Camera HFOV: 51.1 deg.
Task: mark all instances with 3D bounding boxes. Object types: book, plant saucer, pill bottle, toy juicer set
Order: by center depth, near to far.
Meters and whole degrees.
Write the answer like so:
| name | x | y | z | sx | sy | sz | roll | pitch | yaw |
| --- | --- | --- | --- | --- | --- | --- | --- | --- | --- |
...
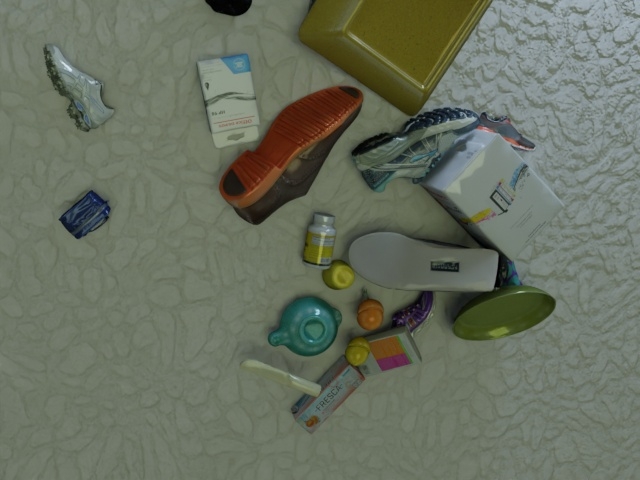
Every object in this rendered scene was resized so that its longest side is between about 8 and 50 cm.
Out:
| name | x | y | z | sx | sy | sz | roll | pitch | yaw |
| --- | --- | --- | --- | --- | --- | --- | --- | --- | --- |
| plant saucer | 0.178 | -0.455 | 1.334 | 0.332 | 0.081 | 0.333 | 27 | 102 | -29 |
| pill bottle | 0.000 | 0.000 | 1.461 | 0.065 | 0.065 | 0.116 | 8 | 101 | -14 |
| toy juicer set | 0.001 | 0.220 | 1.496 | 0.209 | 0.089 | 0.329 | 45 | 82 | -11 |
| book | 0.149 | 0.258 | 1.542 | 0.144 | 0.035 | 0.096 | -19 | 110 | 23 |
| plant saucer | 0.418 | 0.164 | 1.544 | 0.241 | 0.037 | 0.241 | -8 | 148 | -5 |

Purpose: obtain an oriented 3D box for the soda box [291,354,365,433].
| name | x | y | z | sx | sy | sz | roll | pitch | yaw |
| --- | --- | --- | --- | --- | --- | --- | --- | --- | --- |
| soda box | 0.017 | 0.356 | 1.552 | 0.183 | 0.063 | 0.058 | -46 | 108 | 1 |

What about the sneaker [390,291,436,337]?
| name | x | y | z | sx | sy | sz | roll | pitch | yaw |
| --- | --- | --- | --- | --- | --- | --- | --- | --- | --- |
| sneaker | 0.206 | 0.180 | 1.550 | 0.071 | 0.068 | 0.170 | 34 | 95 | -12 |

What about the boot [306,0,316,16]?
| name | x | y | z | sx | sy | sz | roll | pitch | yaw |
| --- | --- | --- | --- | --- | --- | --- | --- | --- | --- |
| boot | 0.077 | -0.521 | 1.347 | 0.189 | 0.076 | 0.208 | 8 | 96 | -1 |

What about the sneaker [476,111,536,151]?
| name | x | y | z | sx | sy | sz | roll | pitch | yaw |
| --- | --- | --- | --- | --- | --- | --- | --- | --- | --- |
| sneaker | 0.420 | -0.244 | 1.497 | 0.158 | 0.061 | 0.065 | 18 | 93 | -16 |

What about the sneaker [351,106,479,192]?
| name | x | y | z | sx | sy | sz | roll | pitch | yaw |
| --- | --- | --- | --- | --- | --- | --- | --- | --- | --- |
| sneaker | 0.213 | -0.196 | 1.450 | 0.283 | 0.110 | 0.122 | -22 | 115 | 3 |

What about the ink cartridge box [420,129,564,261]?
| name | x | y | z | sx | sy | sz | roll | pitch | yaw |
| --- | --- | --- | --- | --- | --- | --- | --- | --- | --- |
| ink cartridge box | 0.364 | -0.104 | 1.458 | 0.232 | 0.171 | 0.168 | 42 | 92 | -17 |

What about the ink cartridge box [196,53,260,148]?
| name | x | y | z | sx | sy | sz | roll | pitch | yaw |
| --- | --- | --- | --- | --- | --- | --- | --- | --- | --- |
| ink cartridge box | -0.182 | -0.279 | 1.356 | 0.104 | 0.060 | 0.180 | -13 | 106 | -9 |

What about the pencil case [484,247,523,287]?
| name | x | y | z | sx | sy | sz | roll | pitch | yaw |
| --- | --- | --- | --- | --- | --- | --- | --- | --- | --- |
| pencil case | 0.434 | 0.068 | 1.571 | 0.070 | 0.064 | 0.152 | -17 | 107 | 9 |

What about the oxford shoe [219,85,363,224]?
| name | x | y | z | sx | sy | sz | roll | pitch | yaw |
| --- | --- | --- | --- | --- | --- | --- | --- | --- | --- |
| oxford shoe | -0.047 | -0.182 | 1.399 | 0.363 | 0.130 | 0.133 | -41 | 141 | -7 |

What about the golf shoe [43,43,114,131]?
| name | x | y | z | sx | sy | sz | roll | pitch | yaw |
| --- | --- | --- | --- | --- | --- | --- | --- | --- | --- |
| golf shoe | -0.469 | -0.303 | 1.298 | 0.086 | 0.069 | 0.176 | -33 | 112 | -24 |

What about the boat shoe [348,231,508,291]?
| name | x | y | z | sx | sy | sz | roll | pitch | yaw |
| --- | --- | --- | --- | --- | --- | --- | --- | --- | --- |
| boat shoe | 0.234 | 0.062 | 1.496 | 0.340 | 0.158 | 0.127 | 10 | 83 | 7 |

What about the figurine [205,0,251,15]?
| name | x | y | z | sx | sy | sz | roll | pitch | yaw |
| --- | --- | --- | --- | --- | --- | --- | --- | --- | --- |
| figurine | -0.152 | -0.533 | 1.223 | 0.092 | 0.209 | 0.215 | 6 | 102 | -14 |

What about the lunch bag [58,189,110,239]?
| name | x | y | z | sx | sy | sz | roll | pitch | yaw |
| --- | --- | --- | --- | --- | --- | --- | --- | --- | --- |
| lunch bag | -0.467 | -0.051 | 1.347 | 0.098 | 0.067 | 0.065 | -40 | 108 | -2 |
